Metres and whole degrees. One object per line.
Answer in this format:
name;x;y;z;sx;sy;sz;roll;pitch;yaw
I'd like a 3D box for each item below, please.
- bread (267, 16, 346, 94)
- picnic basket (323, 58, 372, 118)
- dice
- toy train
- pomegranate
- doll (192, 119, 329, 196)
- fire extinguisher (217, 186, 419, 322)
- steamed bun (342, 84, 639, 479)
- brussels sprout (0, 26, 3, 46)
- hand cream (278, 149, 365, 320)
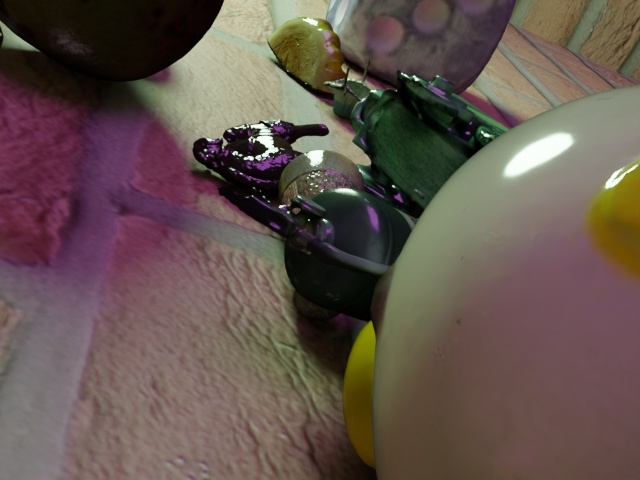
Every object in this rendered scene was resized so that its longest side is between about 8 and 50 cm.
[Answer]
bread;-0.012;-0.287;1.389;0.083;0.094;0.157;-3;28;-42
picnic basket;0.044;-0.211;1.293;0.083;0.083;0.065;32;29;21
dice;0.177;-0.431;1.656;0.270;0.271;0.270;20;24;-14
toy train;0.165;-0.062;1.020;0.238;0.166;0.299;13;26;-51
pomegranate;-0.247;-0.336;0.974;0.323;0.290;0.291;37;25;16
doll;-0.055;-0.085;0.958;0.165;0.057;0.139;10;30;-23
fire extinguisher;0.049;0.018;0.699;0.294;0.093;0.118;23;9;-48
steamed bun;0.185;0.070;0.527;0.334;0.333;0.374;30;21;9
brussels sprout;-0.354;-0.212;0.915;0.085;0.058;0.085;31;31;-22
hand cream;0.000;0.000;0.820;0.084;0.084;0.203;21;31;-12
